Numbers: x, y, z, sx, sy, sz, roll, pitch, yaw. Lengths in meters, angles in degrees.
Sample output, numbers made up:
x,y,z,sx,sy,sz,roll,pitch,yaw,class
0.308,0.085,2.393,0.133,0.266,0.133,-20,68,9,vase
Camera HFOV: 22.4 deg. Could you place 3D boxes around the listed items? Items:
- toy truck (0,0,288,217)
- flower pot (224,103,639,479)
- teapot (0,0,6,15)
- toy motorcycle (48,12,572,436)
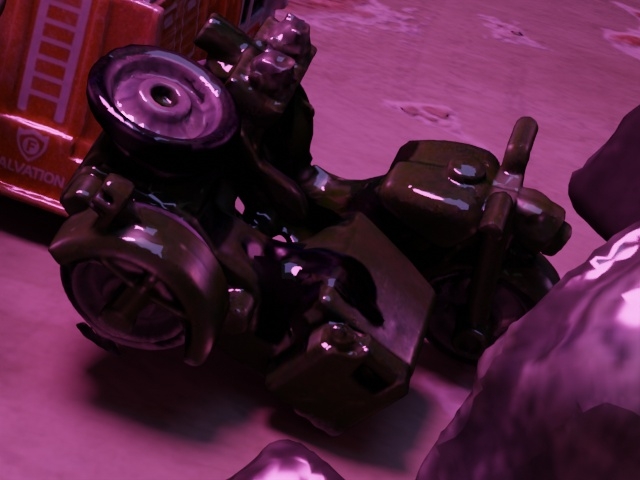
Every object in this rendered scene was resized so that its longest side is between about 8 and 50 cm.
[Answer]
x,y,z,sx,sy,sz,roll,pitch,yaw,class
-0.115,-0.128,0.973,0.136,0.162,0.305,19,24,5,toy truck
0.115,0.114,0.410,0.299,0.299,0.283,-7,46,-43,flower pot
-0.227,-0.065,0.728,0.175,0.186,0.268,25,46,4,teapot
0.000,0.000,0.793,0.275,0.127,0.205,34,40,-9,toy motorcycle
